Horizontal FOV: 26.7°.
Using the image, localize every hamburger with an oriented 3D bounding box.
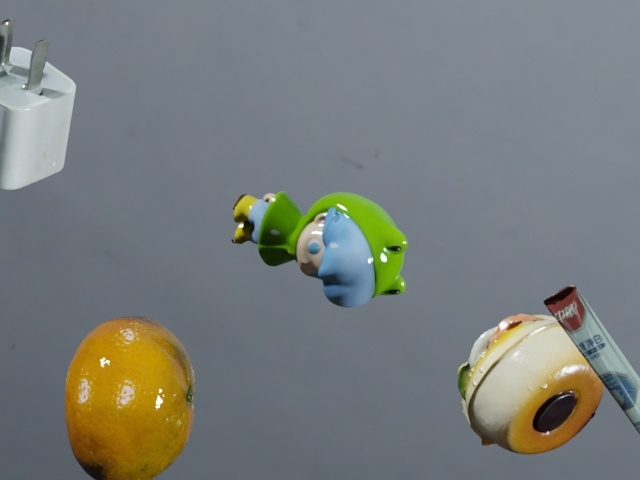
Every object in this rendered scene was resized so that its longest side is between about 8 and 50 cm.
[{"bbox_3d":[0.310,0.209,1.969,0.236,0.147,0.237,-17,130,-21],"label":"hamburger"}]

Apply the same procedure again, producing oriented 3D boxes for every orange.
[{"bbox_3d":[-0.263,0.227,1.903,0.171,0.240,0.240,2,127,5],"label":"orange"}]

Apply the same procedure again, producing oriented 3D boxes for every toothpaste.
[{"bbox_3d":[0.365,0.160,1.684,0.239,0.039,0.062,55,141,3],"label":"toothpaste"}]

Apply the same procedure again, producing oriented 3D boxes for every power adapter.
[{"bbox_3d":[-0.402,-0.191,1.779,0.130,0.125,0.205,36,130,22],"label":"power adapter"}]

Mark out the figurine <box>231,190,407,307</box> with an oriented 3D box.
[{"bbox_3d":[0.000,0.000,1.917,0.263,0.143,0.162,18,130,20],"label":"figurine"}]
